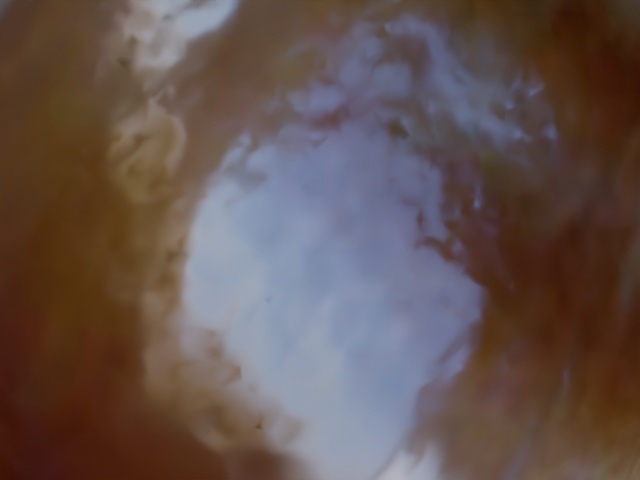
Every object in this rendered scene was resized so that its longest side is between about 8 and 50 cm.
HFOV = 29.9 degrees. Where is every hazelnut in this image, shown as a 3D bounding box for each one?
[{"bbox_3d":[-0.007,0.006,0.515,0.366,0.366,0.366,61,13,-24],"label":"hazelnut"}]
